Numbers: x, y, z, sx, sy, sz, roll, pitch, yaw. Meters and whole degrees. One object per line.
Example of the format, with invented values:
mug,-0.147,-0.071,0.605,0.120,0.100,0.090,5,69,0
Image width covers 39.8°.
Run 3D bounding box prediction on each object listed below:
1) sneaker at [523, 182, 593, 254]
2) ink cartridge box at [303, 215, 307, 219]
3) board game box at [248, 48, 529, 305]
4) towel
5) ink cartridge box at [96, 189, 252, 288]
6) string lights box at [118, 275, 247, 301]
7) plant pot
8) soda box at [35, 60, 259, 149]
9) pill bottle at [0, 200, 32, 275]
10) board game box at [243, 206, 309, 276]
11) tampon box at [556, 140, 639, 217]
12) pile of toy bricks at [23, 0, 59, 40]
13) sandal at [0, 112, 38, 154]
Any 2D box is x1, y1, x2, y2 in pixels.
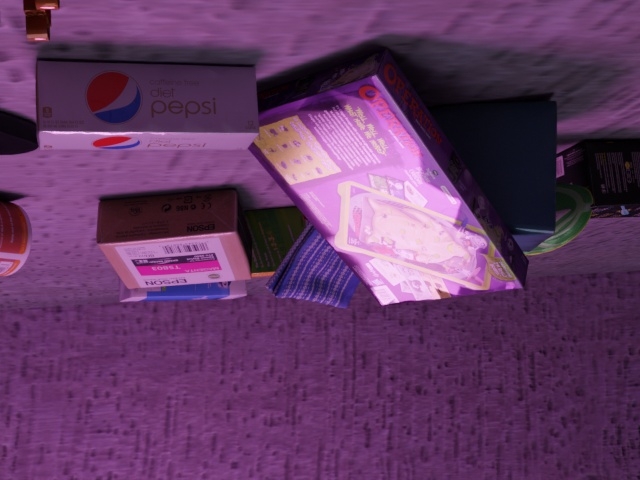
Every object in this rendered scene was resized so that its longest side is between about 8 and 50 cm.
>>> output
sneaker,0.252,-0.034,1.300,0.295,0.109,0.123,-4,171,9
ink cartridge box,0.011,-0.060,1.486,0.029,0.063,0.115,-9,170,31
board game box,0.074,-0.052,1.021,0.208,0.056,0.347,-7,136,39
towel,0.044,0.008,1.501,0.040,0.243,0.336,36,-174,20
ink cartridge box,-0.244,0.002,1.519,0.234,0.088,0.193,-5,153,3
string lights box,-0.288,0.057,1.853,0.259,0.133,0.076,1,169,-32
plant pot,0.170,-0.083,1.144,0.234,0.166,0.166,3,171,3
soda box,-0.174,-0.133,0.891,0.216,0.074,0.069,-2,171,-17
pill bottle,-0.554,-0.012,1.325,0.121,0.121,0.216,-10,169,30
board game box,-0.100,0.004,1.634,0.259,0.124,0.039,-4,162,-1
tampon box,0.459,-0.093,1.377,0.161,0.101,0.120,-3,171,-16
pile of toy bricks,-0.239,-0.159,0.591,0.118,0.105,0.212,-3,171,-8
sandal,-0.401,-0.117,0.939,0.097,0.055,0.254,-10,170,29
